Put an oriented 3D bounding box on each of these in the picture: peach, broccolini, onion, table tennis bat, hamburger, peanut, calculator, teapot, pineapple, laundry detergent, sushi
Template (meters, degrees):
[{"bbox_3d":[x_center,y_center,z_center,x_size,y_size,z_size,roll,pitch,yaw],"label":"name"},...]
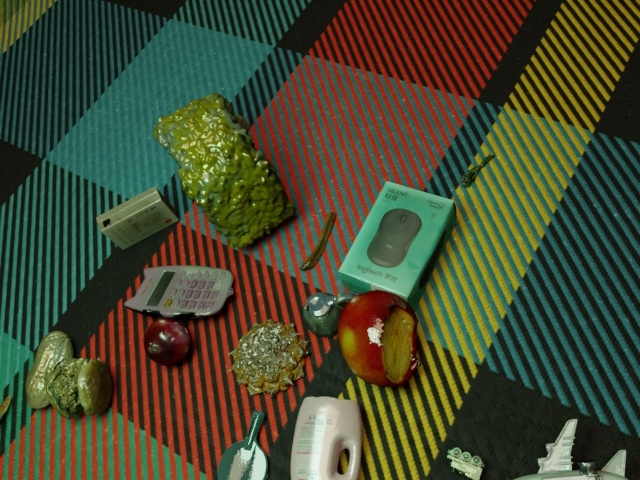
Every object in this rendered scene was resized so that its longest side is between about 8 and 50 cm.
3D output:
[{"bbox_3d":[0.146,0.233,1.348,0.196,0.189,0.226,-24,50,-11],"label":"peach"},{"bbox_3d":[0.449,-0.201,1.621,0.140,0.030,0.035,-40,67,-15],"label":"broccolini"},{"bbox_3d":[-0.406,0.268,1.509,0.131,0.131,0.131,-6,59,11],"label":"onion"},{"bbox_3d":[-0.174,0.507,1.364,0.125,0.033,0.201,8,65,16],"label":"table tennis bat"},{"bbox_3d":[-0.609,0.373,1.491,0.132,0.159,0.184,-14,31,11],"label":"hamburger"},{"bbox_3d":[-0.741,0.353,1.568,0.099,0.090,0.214,16,63,-10],"label":"peanut"},{"bbox_3d":[-0.381,0.145,1.596,0.295,0.043,0.194,1,40,12],"label":"calculator"},{"bbox_3d":[0.022,0.183,1.456,0.149,0.108,0.111,8,65,19],"label":"teapot"},{"bbox_3d":[-0.135,0.290,1.455,0.225,0.076,0.224,-8,59,13],"label":"pineapple"},{"bbox_3d":[0.009,0.524,1.274,0.159,0.087,0.334,-1,61,13],"label":"laundry detergent"},{"bbox_3d":[-0.266,-0.206,1.596,0.240,0.396,0.351,-33,50,0],"label":"sushi"}]

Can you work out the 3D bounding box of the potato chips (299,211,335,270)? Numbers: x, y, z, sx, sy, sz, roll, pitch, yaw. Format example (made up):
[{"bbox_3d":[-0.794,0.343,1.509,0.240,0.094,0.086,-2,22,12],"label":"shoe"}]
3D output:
[{"bbox_3d":[0.000,0.000,1.619,0.037,0.026,0.203,10,64,35],"label":"potato chips"}]

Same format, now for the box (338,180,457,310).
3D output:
[{"bbox_3d":[0.207,0.012,1.503,0.205,0.118,0.311,21,68,23],"label":"box"}]

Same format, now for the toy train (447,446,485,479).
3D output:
[{"bbox_3d":[0.315,0.488,1.247,0.083,0.033,0.053,16,69,22],"label":"toy train"}]

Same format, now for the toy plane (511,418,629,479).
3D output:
[{"bbox_3d":[0.499,0.495,1.155,0.256,0.101,0.250,-9,70,9],"label":"toy plane"}]

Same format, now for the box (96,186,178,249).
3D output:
[{"bbox_3d":[-0.551,-0.065,1.731,0.201,0.141,0.058,-28,63,-1],"label":"box"}]

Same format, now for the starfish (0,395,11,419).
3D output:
[{"bbox_3d":[-0.970,0.567,1.499,0.375,0.094,0.327,-37,56,-14],"label":"starfish"}]
